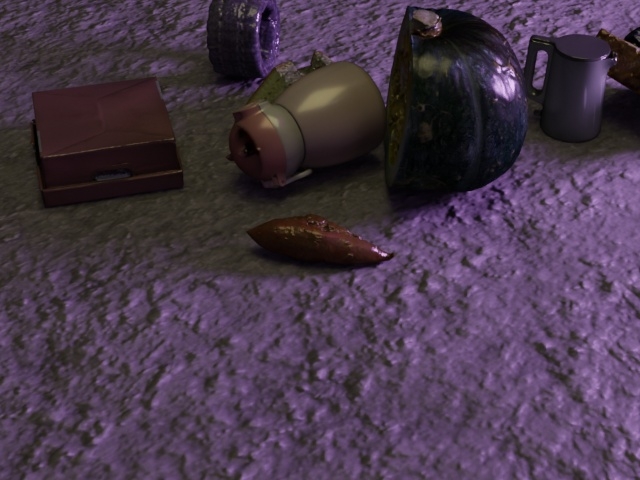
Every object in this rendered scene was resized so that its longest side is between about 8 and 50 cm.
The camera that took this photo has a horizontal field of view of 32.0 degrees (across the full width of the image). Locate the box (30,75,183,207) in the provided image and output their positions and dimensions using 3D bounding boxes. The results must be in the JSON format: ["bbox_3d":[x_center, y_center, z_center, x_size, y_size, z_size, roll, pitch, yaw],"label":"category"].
[{"bbox_3d":[-0.331,-0.156,1.704,0.215,0.086,0.215,-9,37,-11],"label":"box"}]

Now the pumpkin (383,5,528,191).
[{"bbox_3d":[0.204,-0.205,1.631,0.197,0.263,0.293,3,39,-3],"label":"pumpkin"}]

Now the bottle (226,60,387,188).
[{"bbox_3d":[-0.032,-0.166,1.670,0.237,0.147,0.147,-25,44,-27],"label":"bottle"}]

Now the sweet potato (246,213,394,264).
[{"bbox_3d":[0.000,0.000,1.524,0.206,0.060,0.068,15,73,3],"label":"sweet potato"}]

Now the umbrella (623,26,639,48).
[{"bbox_3d":[0.636,-0.384,2.022,0.248,0.071,0.071,-27,45,-29],"label":"umbrella"}]

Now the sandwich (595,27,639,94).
[{"bbox_3d":[0.552,-0.252,1.788,0.186,0.065,0.215,12,22,-42],"label":"sandwich"}]

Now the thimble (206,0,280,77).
[{"bbox_3d":[-0.132,-0.357,1.922,0.098,0.150,0.150,4,37,14],"label":"thimble"}]

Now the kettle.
[{"bbox_3d":[0.397,-0.249,1.779,0.098,0.148,0.127,-22,41,-25],"label":"kettle"}]

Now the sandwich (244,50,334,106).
[{"bbox_3d":[-0.013,-0.243,1.817,0.244,0.088,0.090,-22,45,-27],"label":"sandwich"}]
